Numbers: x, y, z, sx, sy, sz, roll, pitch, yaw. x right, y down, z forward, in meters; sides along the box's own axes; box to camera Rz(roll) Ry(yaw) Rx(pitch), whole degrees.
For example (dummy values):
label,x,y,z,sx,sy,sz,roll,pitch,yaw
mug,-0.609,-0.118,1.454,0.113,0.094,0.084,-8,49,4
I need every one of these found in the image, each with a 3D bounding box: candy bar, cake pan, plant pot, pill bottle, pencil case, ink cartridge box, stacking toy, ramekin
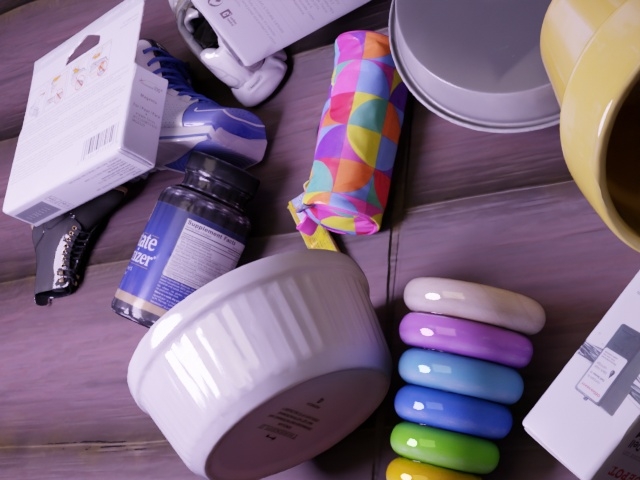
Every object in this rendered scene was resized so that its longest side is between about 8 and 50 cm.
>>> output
label,x,y,z,sx,sy,sz,roll,pitch,yaw
candy bar,0.000,0.000,1.450,0.040,0.018,0.161,-40,49,15
cake pan,0.206,-0.257,1.304,0.293,0.054,0.293,-7,67,18
plant pot,0.317,-0.146,1.107,0.254,0.254,0.239,-45,32,16
pill bottle,-0.159,0.008,1.511,0.122,0.122,0.219,18,83,44
pencil case,0.039,-0.121,1.420,0.104,0.104,0.236,1,70,41
ink cartridge box,-0.300,-0.168,1.604,0.275,0.060,0.239,-21,53,43
ink cartridge box,0.292,0.118,1.052,0.208,0.153,0.087,-54,47,9
stacking toy,0.119,0.208,1.191,0.141,0.141,0.331,7,82,42
ramekin,-0.049,0.140,1.269,0.273,0.273,0.127,-42,61,19

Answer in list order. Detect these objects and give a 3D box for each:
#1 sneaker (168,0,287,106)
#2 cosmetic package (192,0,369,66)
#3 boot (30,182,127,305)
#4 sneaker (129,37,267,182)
label,x,y,z,sx,sy,sz,roll,pitch,yaw
sneaker,-0.147,-0.301,1.650,0.110,0.118,0.292,-49,46,15
cosmetic package,0.020,-0.403,1.468,0.384,0.156,0.217,-24,54,12
boot,-0.331,0.003,1.707,0.198,0.076,0.137,-27,58,45
sneaker,-0.208,-0.184,1.640,0.315,0.127,0.182,0,72,42
